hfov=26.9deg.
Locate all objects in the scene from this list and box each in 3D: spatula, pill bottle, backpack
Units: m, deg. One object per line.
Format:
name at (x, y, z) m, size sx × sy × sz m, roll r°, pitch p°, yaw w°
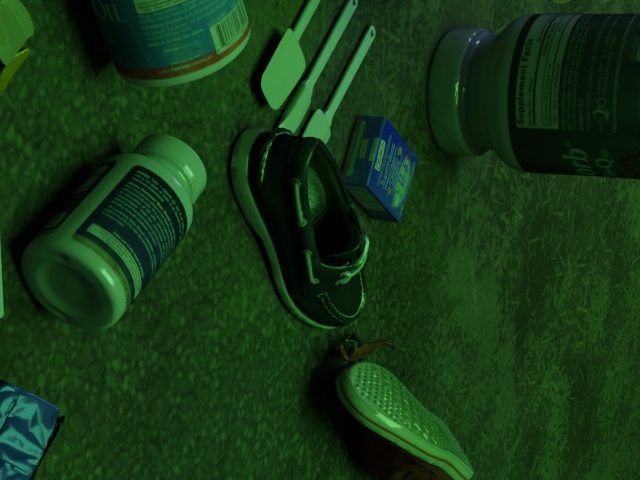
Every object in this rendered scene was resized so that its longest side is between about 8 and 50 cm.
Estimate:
spatula at (0.002, -0.199, 1.464) m, size 0.242 × 0.019 × 0.168 m, roll -64°, pitch 145°, yaw -32°
pill bottle at (0.338, -0.187, 1.723) m, size 0.210 × 0.362 × 0.210 m, roll -17°, pitch 109°, yaw -60°
backpack at (-0.263, 0.161, 0.965) m, size 0.101 × 0.098 × 0.120 m, roll 31°, pitch 64°, yaw -28°
pill bottle at (-0.164, -0.013, 1.111) m, size 0.169 × 0.094 × 0.094 m, roll -56°, pitch 141°, yaw -41°
pill bottle at (-0.142, -0.246, 1.078) m, size 0.124 × 0.124 × 0.222 m, roll -56°, pitch 140°, yaw -41°

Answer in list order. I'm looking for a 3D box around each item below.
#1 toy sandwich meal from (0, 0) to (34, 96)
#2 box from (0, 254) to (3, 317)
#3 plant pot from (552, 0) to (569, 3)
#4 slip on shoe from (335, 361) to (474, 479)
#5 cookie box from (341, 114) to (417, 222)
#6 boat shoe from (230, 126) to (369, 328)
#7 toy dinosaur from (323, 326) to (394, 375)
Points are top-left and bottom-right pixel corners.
toy sandwich meal at (-0.247, -0.146, 1.000) m, size 0.085 × 0.029 × 0.086 m, roll -18°, pitch 111°, yaw -59°
box at (-0.302, 0.016, 0.824) m, size 0.170 × 0.130 × 0.091 m, roll -19°, pitch 113°, yaw -60°
plant pot at (0.165, -0.415, 1.436) m, size 0.272 × 0.265 × 0.272 m, roll -43°, pitch 142°, yaw -47°
slip on shoe at (0.091, 0.243, 1.614) m, size 0.123 × 0.101 × 0.331 m, roll 60°, pitch 7°, yaw 33°
cookie box at (0.070, -0.085, 1.587) m, size 0.107 × 0.040 × 0.092 m, roll 45°, pitch 57°, yaw -56°
boat shoe at (0.000, 0.000, 1.419) m, size 0.302 × 0.091 × 0.114 m, roll 57°, pitch 47°, yaw -49°
toy dinosaur at (0.042, 0.123, 1.552) m, size 0.082 × 0.090 × 0.047 m, roll -111°, pitch -173°, yaw -84°
